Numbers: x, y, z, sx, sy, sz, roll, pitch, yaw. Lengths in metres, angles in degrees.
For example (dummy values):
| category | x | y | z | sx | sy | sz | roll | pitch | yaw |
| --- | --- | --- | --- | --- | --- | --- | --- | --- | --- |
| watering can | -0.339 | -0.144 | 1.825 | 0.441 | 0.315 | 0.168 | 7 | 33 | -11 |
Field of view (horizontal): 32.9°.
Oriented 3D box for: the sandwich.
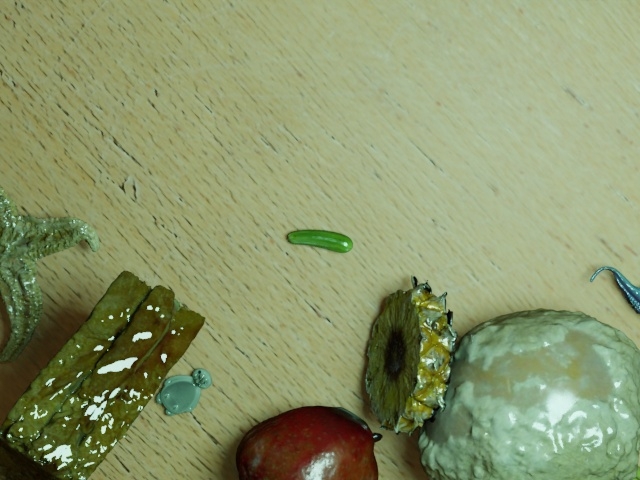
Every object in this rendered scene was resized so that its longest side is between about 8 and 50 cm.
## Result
| category | x | y | z | sx | sy | sz | roll | pitch | yaw |
| --- | --- | --- | --- | --- | --- | --- | --- | --- | --- |
| sandwich | -0.292 | 0.201 | 1.359 | 0.131 | 0.325 | 0.262 | 35 | 61 | -3 |

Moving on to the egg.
| category | x | y | z | sx | sy | sz | roll | pitch | yaw |
| --- | --- | --- | --- | --- | --- | --- | --- | --- | --- |
| egg | 0.268 | 0.221 | 1.360 | 0.279 | 0.279 | 0.310 | 44 | 121 | -3 |

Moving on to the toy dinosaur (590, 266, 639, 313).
| category | x | y | z | sx | sy | sz | roll | pitch | yaw |
| --- | --- | --- | --- | --- | --- | --- | --- | --- | --- |
| toy dinosaur | 0.453 | 0.069 | 1.440 | 0.197 | 0.045 | 0.080 | 20 | 100 | -10 |

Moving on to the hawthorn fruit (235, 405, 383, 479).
| category | x | y | z | sx | sy | sz | roll | pitch | yaw |
| --- | --- | --- | --- | --- | --- | --- | --- | --- | --- |
| hawthorn fruit | -0.008 | 0.301 | 1.425 | 0.202 | 0.185 | 0.185 | -29 | 95 | -13 |

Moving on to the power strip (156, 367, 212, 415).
| category | x | y | z | sx | sy | sz | roll | pitch | yaw |
| --- | --- | --- | --- | --- | --- | --- | --- | --- | --- |
| power strip | -0.186 | 0.207 | 1.480 | 0.083 | 0.035 | 0.055 | -36 | 94 | 8 |

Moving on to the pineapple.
| category | x | y | z | sx | sy | sz | roll | pitch | yaw |
| --- | --- | --- | --- | --- | --- | --- | --- | --- | --- |
| pineapple | 0.108 | 0.144 | 1.385 | 0.047 | 0.221 | 0.221 | 12 | 97 | -21 |

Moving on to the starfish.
| category | x | y | z | sx | sy | sz | roll | pitch | yaw |
| --- | --- | --- | --- | --- | --- | --- | --- | --- | --- |
| starfish | -0.460 | 0.009 | 1.452 | 0.299 | 0.060 | 0.302 | -35 | 100 | 11 |

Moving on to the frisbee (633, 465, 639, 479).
| category | x | y | z | sx | sy | sz | roll | pitch | yaw |
| --- | --- | --- | --- | --- | --- | --- | --- | --- | --- |
| frisbee | 0.373 | 0.407 | 1.495 | 0.235 | 0.017 | 0.236 | 0 | 97 | 2 |

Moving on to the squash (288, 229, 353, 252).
| category | x | y | z | sx | sy | sz | roll | pitch | yaw |
| --- | --- | --- | --- | --- | --- | --- | --- | --- | --- |
| squash | 0.000 | -0.001 | 1.455 | 0.089 | 0.027 | 0.027 | 11 | 97 | 4 |
